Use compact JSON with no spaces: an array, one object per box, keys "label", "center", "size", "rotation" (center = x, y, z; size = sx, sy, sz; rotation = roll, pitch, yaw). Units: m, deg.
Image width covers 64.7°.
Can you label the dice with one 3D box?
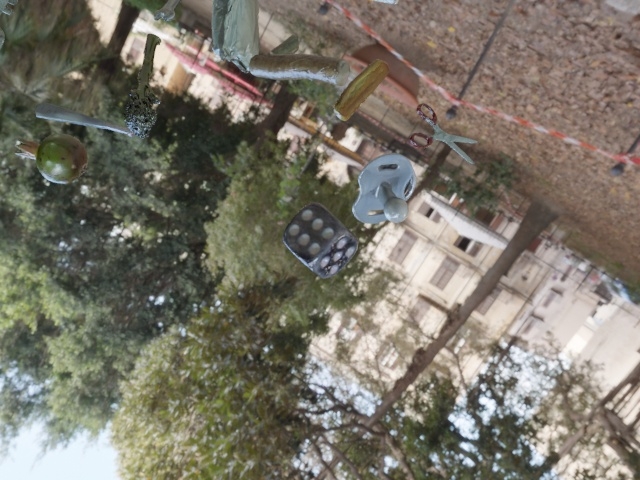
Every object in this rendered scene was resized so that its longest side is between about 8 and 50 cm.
[{"label":"dice","center":[0.000,0.000,1.645],"size":[0.182,0.181,0.183],"rotation":[41,180,32]}]

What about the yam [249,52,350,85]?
[{"label":"yam","center":[-0.058,-0.464,1.364],"size":[0.356,0.081,0.081],"rotation":[23,-174,40]}]

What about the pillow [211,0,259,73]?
[{"label":"pillow","center":[-0.279,-0.746,1.729],"size":[0.138,0.310,0.283],"rotation":[6,-168,9]}]

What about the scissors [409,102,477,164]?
[{"label":"scissors","center":[0.392,-0.321,1.583],"size":[0.247,0.145,0.017],"rotation":[20,166,-21]}]

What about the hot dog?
[{"label":"hot dog","center":[0.108,-0.419,1.396],"size":[0.066,0.216,0.047],"rotation":[42,167,-19]}]

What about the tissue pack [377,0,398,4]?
[{"label":"tissue pack","center":[0.205,-0.831,1.549],"size":[0.148,0.196,0.092],"rotation":[22,164,23]}]

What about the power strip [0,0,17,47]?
[{"label":"power strip","center":[-1.013,-0.648,1.492],"size":[0.229,0.261,0.141],"rotation":[47,-164,15]}]

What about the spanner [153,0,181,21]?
[{"label":"spanner","center":[-0.401,-0.701,1.436],"size":[0.071,0.018,0.302],"rotation":[4,-129,11]}]

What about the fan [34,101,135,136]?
[{"label":"fan","center":[-0.669,-0.338,1.443],"size":[0.281,0.023,0.057],"rotation":[15,-125,-3]}]

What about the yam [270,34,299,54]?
[{"label":"yam","center":[-0.146,-0.774,2.070],"size":[0.070,0.146,0.070],"rotation":[52,176,6]}]

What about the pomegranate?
[{"label":"pomegranate","center":[-0.831,-0.261,1.576],"size":[0.204,0.159,0.159],"rotation":[18,-162,-25]}]

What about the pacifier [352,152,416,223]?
[{"label":"pacifier","center":[0.248,-0.152,1.780],"size":[0.243,0.300,0.233],"rotation":[-5,-138,-15]}]

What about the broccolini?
[{"label":"broccolini","center":[-0.424,-0.406,1.258],"size":[0.073,0.079,0.393],"rotation":[-2,-125,-6]}]
